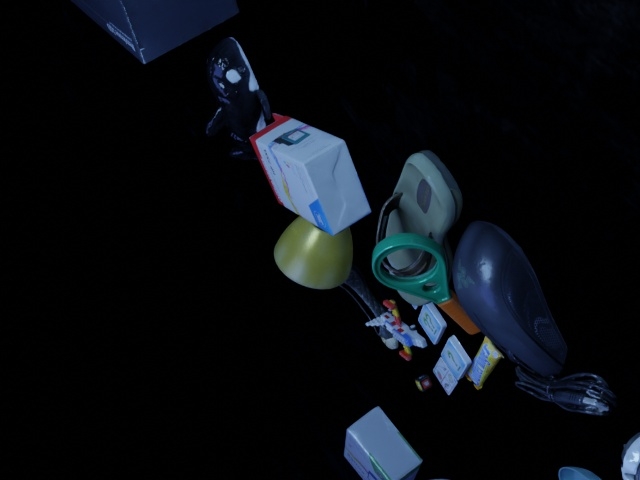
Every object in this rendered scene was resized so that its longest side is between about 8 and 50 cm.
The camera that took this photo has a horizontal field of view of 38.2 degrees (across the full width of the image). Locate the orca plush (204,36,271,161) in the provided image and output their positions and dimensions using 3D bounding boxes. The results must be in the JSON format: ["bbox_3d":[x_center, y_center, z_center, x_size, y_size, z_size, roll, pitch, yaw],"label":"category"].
[{"bbox_3d":[-0.165,-0.216,1.592,0.151,0.102,0.287,51,162,18],"label":"orca plush"}]

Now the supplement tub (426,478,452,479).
[{"bbox_3d":[0.242,0.555,1.645,0.235,0.235,0.325,58,163,-4],"label":"supplement tub"}]

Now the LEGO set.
[{"bbox_3d":[0.152,0.167,1.486,0.182,0.060,0.244,58,164,20],"label":"LEGO set"}]

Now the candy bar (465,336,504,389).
[{"bbox_3d":[0.239,0.179,1.353,0.040,0.018,0.161,51,161,19],"label":"candy bar"}]

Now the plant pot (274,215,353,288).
[{"bbox_3d":[0.000,0.000,1.529,0.134,0.134,0.095,47,136,28],"label":"plant pot"}]

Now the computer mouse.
[{"bbox_3d":[0.237,0.105,1.136,0.272,0.072,0.188,60,163,-11],"label":"computer mouse"}]

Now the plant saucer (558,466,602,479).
[{"bbox_3d":[0.381,0.358,1.281,0.119,0.021,0.119,49,162,22],"label":"plant saucer"}]

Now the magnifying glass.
[{"bbox_3d":[0.151,0.061,1.222,0.231,0.092,0.026,43,-146,-37],"label":"magnifying glass"}]

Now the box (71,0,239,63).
[{"bbox_3d":[-0.313,-0.491,1.375,0.343,0.179,0.312,43,157,39],"label":"box"}]

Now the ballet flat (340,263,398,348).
[{"bbox_3d":[0.080,0.119,1.618,0.173,0.049,0.057,56,159,1],"label":"ballet flat"}]

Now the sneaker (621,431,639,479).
[{"bbox_3d":[0.411,0.328,1.053,0.106,0.078,0.234,34,150,57],"label":"sneaker"}]

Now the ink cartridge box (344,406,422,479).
[{"bbox_3d":[0.134,0.480,2.046,0.154,0.093,0.212,49,163,21],"label":"ink cartridge box"}]

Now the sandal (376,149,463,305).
[{"bbox_3d":[0.115,-0.008,1.234,0.120,0.086,0.302,46,159,26],"label":"sandal"}]

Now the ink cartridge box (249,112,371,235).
[{"bbox_3d":[-0.029,-0.111,1.456,0.231,0.078,0.134,31,150,55],"label":"ink cartridge box"}]
